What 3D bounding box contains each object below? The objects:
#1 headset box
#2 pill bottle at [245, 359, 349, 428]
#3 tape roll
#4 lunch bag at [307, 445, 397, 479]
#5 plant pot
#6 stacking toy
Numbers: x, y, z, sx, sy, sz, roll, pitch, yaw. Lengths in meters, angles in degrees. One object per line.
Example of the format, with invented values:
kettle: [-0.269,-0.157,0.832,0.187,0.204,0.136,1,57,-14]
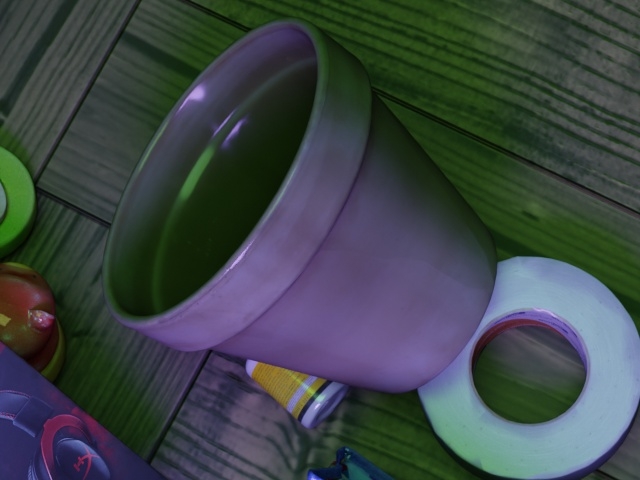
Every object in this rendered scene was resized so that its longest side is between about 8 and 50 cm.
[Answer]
headset box: [-0.314,0.225,1.831,0.293,0.110,0.218,45,67,-28]
pill bottle: [-0.032,0.124,1.955,0.116,0.065,0.065,41,83,14]
tape roll: [0.202,0.129,1.925,0.219,0.072,0.219,-1,75,5]
lunch bag: [0.078,0.359,1.767,0.293,0.138,0.221,30,102,11]
plant pot: [0.000,0.000,1.852,0.280,0.323,0.323,33,79,-27]
stacking toy: [-0.403,0.010,1.954,0.309,0.130,0.280,1,69,-9]
